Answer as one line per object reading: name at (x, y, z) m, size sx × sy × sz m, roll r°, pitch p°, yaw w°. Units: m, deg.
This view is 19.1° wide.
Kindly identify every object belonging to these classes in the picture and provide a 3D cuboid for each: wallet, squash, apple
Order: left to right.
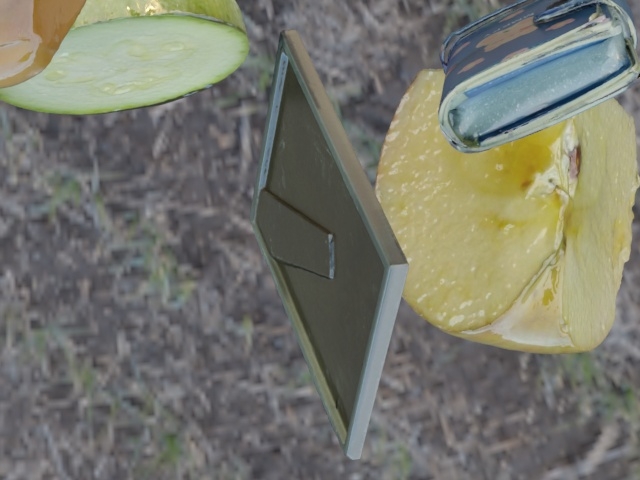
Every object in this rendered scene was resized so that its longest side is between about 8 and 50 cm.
squash at (-0.189, -0.180, 1.788) m, size 0.252 × 0.049 × 0.252 m, roll -10°, pitch 165°, yaw -3°
apple at (0.222, -0.029, 2.108) m, size 0.314 × 0.252 × 0.309 m, roll 13°, pitch 80°, yaw -15°
wallet at (0.146, -0.125, 1.293) m, size 0.141 × 0.202 × 0.059 m, roll -22°, pitch 102°, yaw 10°

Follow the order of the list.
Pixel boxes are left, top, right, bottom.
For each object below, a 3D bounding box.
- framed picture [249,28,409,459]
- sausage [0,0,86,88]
framed picture at (0.000, 0.000, 1.530) m, size 0.016 × 0.289 × 0.213 m, roll -5°, pitch 133°, yaw -18°
sausage at (-0.223, -0.218, 1.365) m, size 0.136 × 0.241 × 0.120 m, roll 7°, pitch 150°, yaw 15°
